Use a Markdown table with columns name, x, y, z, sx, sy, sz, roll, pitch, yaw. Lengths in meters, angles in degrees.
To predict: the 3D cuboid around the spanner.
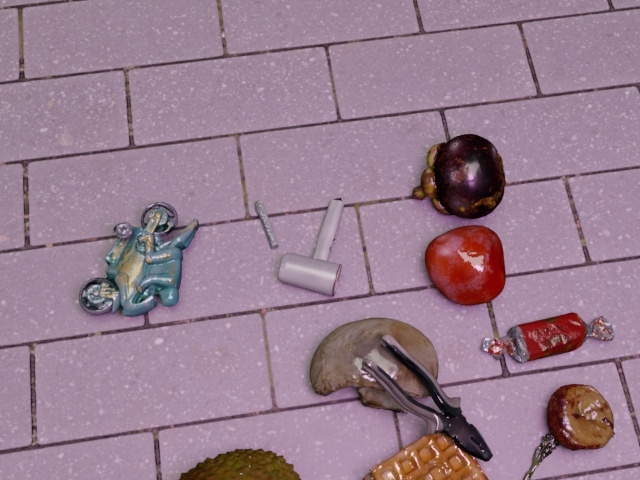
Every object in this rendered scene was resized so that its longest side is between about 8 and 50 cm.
| name | x | y | z | sx | sy | sz | roll | pitch | yaw |
| --- | --- | --- | --- | --- | --- | --- | --- | --- | --- |
| spanner | 0.216 | 0.319 | 1.617 | 0.325 | 0.040 | 0.095 | 44 | 69 | -8 |

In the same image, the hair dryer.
| name | x | y | z | sx | sy | sz | roll | pitch | yaw |
| --- | --- | --- | --- | --- | --- | --- | --- | --- | --- |
| hair dryer | 0.000 | 0.000 | 1.859 | 0.131 | 0.073 | 0.236 | 15 | 66 | 6 |

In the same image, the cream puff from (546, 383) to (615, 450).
| name | x | y | z | sx | sy | sz | roll | pitch | yaw |
| --- | --- | --- | --- | --- | --- | --- | --- | --- | --- |
| cream puff | 0.529 | 0.367 | 1.709 | 0.149 | 0.084 | 0.149 | 9 | 62 | -18 |

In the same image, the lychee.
| name | x | y | z | sx | sy | sz | roll | pitch | yaw |
| --- | --- | --- | --- | --- | --- | --- | --- | --- | --- |
| lychee | -0.170 | 0.532 | 1.542 | 0.270 | 0.270 | 0.320 | 25 | 76 | 8 |

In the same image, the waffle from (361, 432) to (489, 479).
| name | x | y | z | sx | sy | sz | roll | pitch | yaw |
| --- | --- | --- | --- | --- | --- | --- | --- | --- | --- |
| waffle | 0.246 | 0.537 | 1.617 | 0.213 | 0.091 | 0.308 | -26 | 71 | -25 |

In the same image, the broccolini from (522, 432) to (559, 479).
| name | x | y | z | sx | sy | sz | roll | pitch | yaw |
| --- | --- | --- | --- | --- | --- | --- | --- | --- | --- |
| broccolini | 0.447 | 0.460 | 1.711 | 0.035 | 0.030 | 0.140 | 41 | 75 | -24 |

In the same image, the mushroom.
| name | x | y | z | sx | sy | sz | roll | pitch | yaw |
| --- | --- | --- | --- | --- | --- | --- | --- | --- | --- |
| mushroom | 0.118 | 0.243 | 1.713 | 0.267 | 0.164 | 0.189 | 11 | 70 | 3 |

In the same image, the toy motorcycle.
| name | x | y | z | sx | sy | sz | roll | pitch | yaw |
| --- | --- | --- | --- | --- | --- | --- | --- | --- | --- |
| toy motorcycle | -0.377 | 0.055 | 1.809 | 0.198 | 0.109 | 0.296 | 27 | 72 | 7 |

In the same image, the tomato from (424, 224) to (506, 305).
| name | x | y | z | sx | sy | sz | roll | pitch | yaw |
| --- | --- | --- | --- | --- | --- | --- | --- | --- | --- |
| tomato | 0.315 | 0.053 | 1.801 | 0.187 | 0.151 | 0.187 | 0 | 73 | 1 |

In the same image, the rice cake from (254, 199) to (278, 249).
| name | x | y | z | sx | sy | sz | roll | pitch | yaw |
| --- | --- | --- | --- | --- | --- | --- | --- | --- | --- |
| rice cake | -0.123 | -0.036 | 1.893 | 0.022 | 0.022 | 0.121 | -16 | 70 | -16 |

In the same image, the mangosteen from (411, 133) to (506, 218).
| name | x | y | z | sx | sy | sz | roll | pitch | yaw |
| --- | --- | --- | --- | --- | --- | --- | --- | --- | --- |
| mangosteen | 0.305 | -0.137 | 1.868 | 0.217 | 0.192 | 0.192 | -11 | 67 | 20 |

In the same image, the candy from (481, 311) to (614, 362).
| name | x | y | z | sx | sy | sz | roll | pitch | yaw |
| --- | --- | --- | --- | --- | --- | --- | --- | --- | --- |
| candy | 0.489 | 0.209 | 1.789 | 0.292 | 0.059 | 0.086 | -12 | 68 | -7 |
